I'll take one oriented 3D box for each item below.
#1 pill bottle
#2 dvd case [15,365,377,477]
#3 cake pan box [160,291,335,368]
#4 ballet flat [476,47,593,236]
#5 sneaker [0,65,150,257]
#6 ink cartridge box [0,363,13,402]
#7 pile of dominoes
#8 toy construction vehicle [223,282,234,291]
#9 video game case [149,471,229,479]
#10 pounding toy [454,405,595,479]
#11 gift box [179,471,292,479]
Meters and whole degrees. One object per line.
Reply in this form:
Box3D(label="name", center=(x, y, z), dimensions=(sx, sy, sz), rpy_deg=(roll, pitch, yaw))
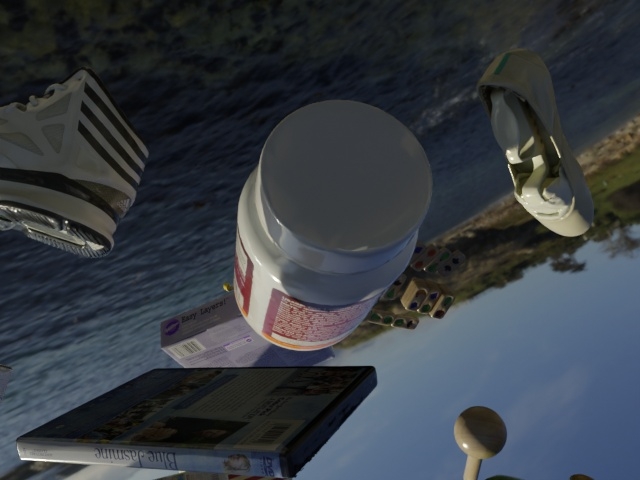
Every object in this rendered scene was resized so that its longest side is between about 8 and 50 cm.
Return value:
Box3D(label="pill bottle", center=(0.000, 0.000, 0.845), dimensions=(0.224, 0.224, 0.392), rpy_deg=(-26, 165, -18))
Box3D(label="dvd case", center=(-0.097, 0.145, 0.542), dimensions=(0.253, 0.022, 0.180), rpy_deg=(-6, -175, 24))
Box3D(label="cake pan box", center=(-0.136, 0.194, 1.209), dimensions=(0.267, 0.070, 0.245), rpy_deg=(-24, 136, 10))
Box3D(label="ballet flat", center=(0.240, -0.091, 0.720), dimensions=(0.086, 0.248, 0.086), rpy_deg=(-25, -158, 11))
Box3D(label="sneaker", center=(-0.467, -0.154, 0.976), dimensions=(0.169, 0.448, 0.257), rpy_deg=(91, 19, -64))
Box3D(label="ink cartridge box", center=(-0.612, 0.312, 1.052), dimensions=(0.223, 0.223, 0.045), rpy_deg=(-9, 153, 41))
Box3D(label="pile of dominoes", center=(0.140, 0.087, 1.181), dimensions=(0.251, 0.040, 0.195), rpy_deg=(14, 117, -28))
Box3D(label="toy construction vehicle", center=(-0.126, 0.074, 1.211), dimensions=(0.098, 0.035, 0.086), rpy_deg=(-37, -142, -29))
Box3D(label="video game case", center=(-0.260, 0.559, 1.197), dimensions=(0.207, 0.226, 0.026), rpy_deg=(-11, 161, -10))
Box3D(label="pounding toy", center=(0.240, 0.276, 0.629), dimensions=(0.110, 0.236, 0.182), rpy_deg=(-27, 136, -5))
Box3D(label="gift box", center=(-0.222, 0.632, 1.602), dimensions=(0.258, 0.276, 0.255), rpy_deg=(-8, 161, -28))
